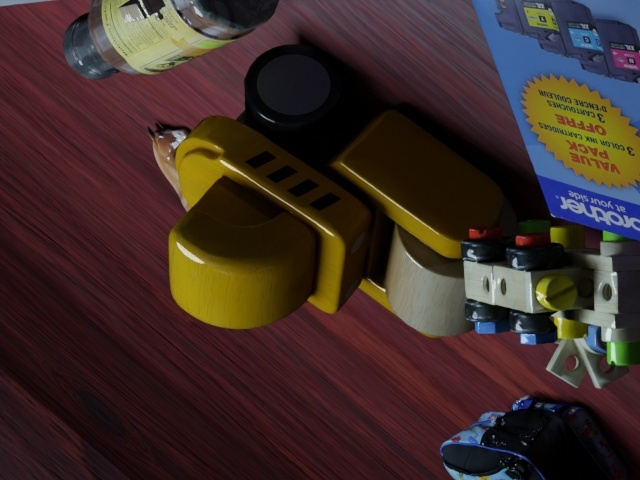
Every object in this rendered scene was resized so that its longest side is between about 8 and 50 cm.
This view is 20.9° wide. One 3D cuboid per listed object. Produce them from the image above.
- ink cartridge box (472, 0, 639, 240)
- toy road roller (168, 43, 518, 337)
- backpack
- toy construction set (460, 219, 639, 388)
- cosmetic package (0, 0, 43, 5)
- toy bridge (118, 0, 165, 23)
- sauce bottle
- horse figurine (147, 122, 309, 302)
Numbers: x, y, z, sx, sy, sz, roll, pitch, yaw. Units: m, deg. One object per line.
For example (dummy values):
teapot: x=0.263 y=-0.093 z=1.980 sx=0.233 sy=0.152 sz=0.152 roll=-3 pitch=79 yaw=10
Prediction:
ink cartridge box: x=0.266 y=-0.124 z=1.188 sx=0.270 sy=0.151 sz=0.395 roll=18 pitch=149 yaw=41
toy road roller: x=0.000 y=0.000 z=1.659 sx=0.329 sy=0.240 sz=0.202 roll=34 pitch=155 yaw=15
backpack: x=0.225 y=0.249 z=1.898 sx=0.158 sy=0.117 sz=0.173 roll=52 pitch=153 yaw=-23
toy construction set: x=0.246 y=0.042 z=1.481 sx=0.328 sy=0.215 sz=0.151 roll=143 pitch=121 yaw=-71
cosmetic package: x=-0.411 y=-0.369 z=1.630 sx=0.377 sy=0.097 sz=0.284 roll=39 pitch=-163 yaw=3
toy bridge: x=-0.169 y=-0.255 z=1.351 sx=0.063 sy=0.026 sz=0.188 roll=-3 pitch=121 yaw=52
sauce bottle: x=-0.156 y=-0.221 z=1.681 sx=0.111 sy=0.111 sz=0.344 roll=48 pitch=156 yaw=-16
horse figurine: x=-0.093 y=-0.014 z=1.985 sx=0.174 sy=0.066 sz=0.263 roll=6 pitch=136 yaw=43
